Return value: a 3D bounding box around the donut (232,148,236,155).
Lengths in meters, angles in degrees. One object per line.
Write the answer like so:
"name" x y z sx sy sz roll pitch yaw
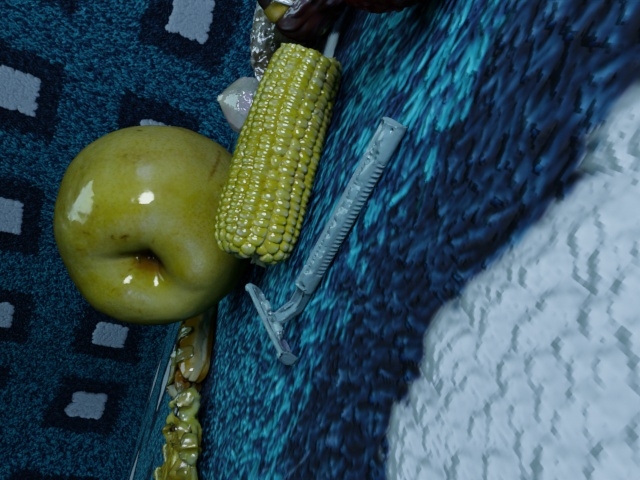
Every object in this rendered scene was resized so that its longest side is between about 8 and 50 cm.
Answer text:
"donut" -0.152 -0.132 0.848 0.162 0.066 0.178 -50 27 39

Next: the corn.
"corn" -0.046 -0.093 0.455 0.093 0.094 0.243 173 114 -70

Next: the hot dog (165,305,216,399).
"hot dog" -0.257 0.203 0.840 0.109 0.072 0.269 -63 22 22

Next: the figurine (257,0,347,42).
"figurine" 0.014 -0.347 0.471 0.240 0.116 0.174 -58 25 24

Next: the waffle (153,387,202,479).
"waffle" -0.228 0.367 0.626 0.262 0.060 0.280 -108 38 -60

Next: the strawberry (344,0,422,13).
"strawberry" 0.059 -0.221 0.273 0.145 0.086 0.145 -165 90 -72

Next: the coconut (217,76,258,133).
"coconut" -0.129 -0.247 0.777 0.110 0.125 0.110 -164 90 -70

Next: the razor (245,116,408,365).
"razor" 0.006 0.000 0.330 0.211 0.036 0.084 -57 48 26

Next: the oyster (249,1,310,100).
"oyster" -0.023 -0.371 0.653 0.204 0.111 0.395 -98 28 -85

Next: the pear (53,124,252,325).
"pear" -0.240 -0.026 0.644 0.314 0.315 0.314 -163 90 -72
